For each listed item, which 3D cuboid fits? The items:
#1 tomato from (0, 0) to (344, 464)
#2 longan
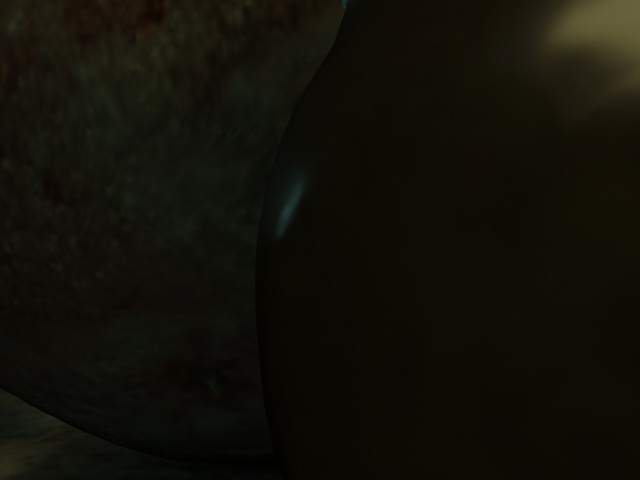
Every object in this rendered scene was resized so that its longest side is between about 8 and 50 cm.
[{"bbox_3d":[-0.030,-0.063,0.652,0.317,0.316,0.282,-5,52,10],"label":"tomato"},{"bbox_3d":[0.114,-0.008,0.427,0.300,0.300,0.243,-16,-6,-34],"label":"longan"}]
